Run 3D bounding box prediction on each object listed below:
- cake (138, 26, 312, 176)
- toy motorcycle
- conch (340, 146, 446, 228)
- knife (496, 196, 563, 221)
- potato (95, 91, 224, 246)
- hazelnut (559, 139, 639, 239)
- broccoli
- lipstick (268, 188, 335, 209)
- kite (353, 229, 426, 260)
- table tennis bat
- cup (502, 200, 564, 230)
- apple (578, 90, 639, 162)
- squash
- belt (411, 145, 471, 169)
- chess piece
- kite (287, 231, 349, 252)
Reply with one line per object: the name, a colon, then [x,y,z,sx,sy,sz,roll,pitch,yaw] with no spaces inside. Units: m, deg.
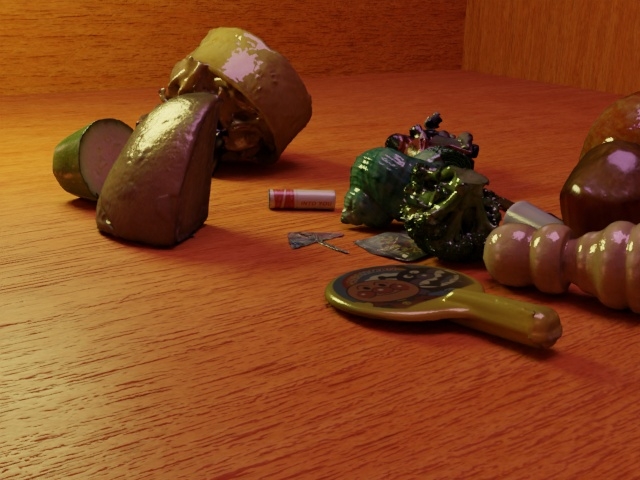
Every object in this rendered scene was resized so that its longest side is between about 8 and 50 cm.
cake: [-0.227,-0.274,2.156,0.332,0.332,0.321,19,61,44]
toy motorcycle: [0.263,-0.212,2.193,0.207,0.134,0.401,12,19,10]
conch: [0.135,-0.084,1.742,0.202,0.196,0.134,-11,37,18]
knife: [0.440,-0.039,1.813,0.061,0.027,0.343,0,16,-22]
potato: [-0.298,-0.138,1.651,0.211,0.265,0.189,13,9,13]
hazelnut: [0.496,-0.061,1.564,0.210,0.186,0.210,20,42,-19]
broccoli: [0.222,-0.050,1.577,0.195,0.156,0.195,9,33,-6]
lipstick: [-0.037,-0.081,1.859,0.130,0.038,0.038,1,17,-6]
kite: [0.182,-0.001,1.671,0.245,0.015,0.141,-12,24,-37]
table tennis bat: [0.166,0.084,1.321,0.224,0.054,0.368,-14,20,-42]
cup: [0.390,-0.014,1.670,0.104,0.074,0.116,26,4,-37]
apple: [0.647,-0.144,1.792,0.309,0.278,0.250,-29,40,-14]
squash: [-0.436,-0.147,1.844,0.122,0.170,0.170,-6,10,32]
belt: [0.226,-0.129,1.920,0.151,0.121,0.079,-14,25,-31]
chess piece: [0.372,0.033,1.419,0.260,0.143,0.142,4,15,31]
kite: [0.000,0.001,1.654,0.152,0.005,0.137,17,23,38]
